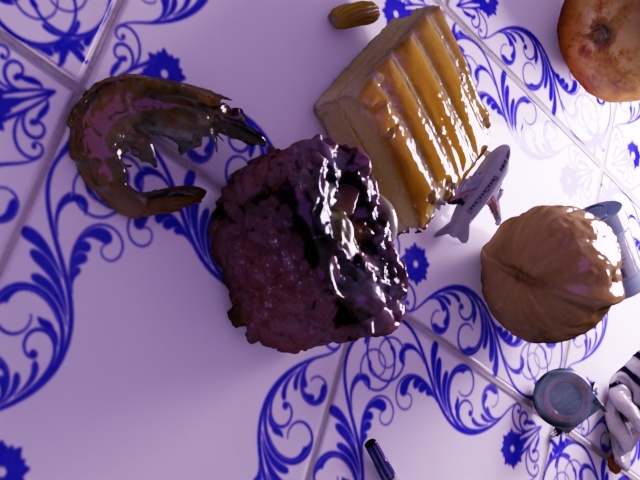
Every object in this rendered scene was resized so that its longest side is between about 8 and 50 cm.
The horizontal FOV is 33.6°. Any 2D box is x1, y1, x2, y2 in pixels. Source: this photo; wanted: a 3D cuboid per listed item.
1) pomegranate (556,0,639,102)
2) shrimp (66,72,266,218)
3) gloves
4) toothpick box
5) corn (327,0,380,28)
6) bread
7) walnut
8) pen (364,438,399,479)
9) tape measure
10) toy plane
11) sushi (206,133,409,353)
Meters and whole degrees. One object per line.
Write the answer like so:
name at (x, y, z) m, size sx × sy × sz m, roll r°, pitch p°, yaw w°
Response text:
pomegranate at (0.554, -0.377, 1.883) m, size 0.270 × 0.229 × 0.252 m, roll -28°, pitch 105°, yaw -49°
shrimp at (-0.178, -0.105, 1.240) m, size 0.253 × 0.058 × 0.173 m, roll 13°, pitch 81°, yaw -37°
gloves at (0.561, 0.307, 1.880) m, size 0.140 × 0.131 × 0.219 m, roll 33°, pitch 93°, yaw -39°
toothpick box at (0.507, 0.019, 1.866) m, size 0.101 × 0.101 × 0.153 m, roll -38°, pitch 111°, yaw -41°
corn at (0.049, -0.321, 1.509) m, size 0.092 × 0.037 × 0.037 m, roll -22°, pitch 100°, yaw -41°
bread at (0.127, -0.164, 1.510) m, size 0.239 × 0.111 × 0.246 m, roll -50°, pitch 121°, yaw -34°
walnut at (0.364, 0.053, 1.646) m, size 0.261 × 0.225 × 0.225 m, roll -1°, pitch 85°, yaw -50°
pen at (0.113, 0.361, 1.481) m, size 0.025 × 0.025 × 0.204 m, roll -43°, pitch 113°, yaw -39°
tape measure at (0.408, 0.259, 1.782) m, size 0.107 × 0.104 × 0.180 m, roll 55°, pitch 12°, yaw 5°
toy plane at (0.236, -0.072, 1.604) m, size 0.162 × 0.065 × 0.171 m, roll 11°, pitch 108°, yaw -47°
sushi at (0.000, 0.000, 1.321) m, size 0.236 × 0.170 × 0.270 m, roll -18°, pitch 92°, yaw -44°
